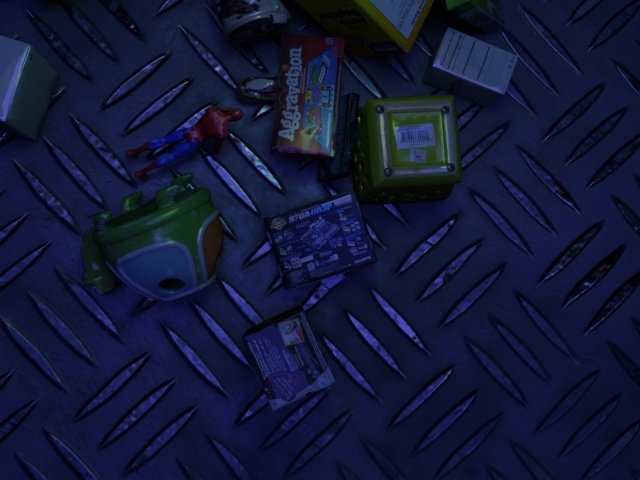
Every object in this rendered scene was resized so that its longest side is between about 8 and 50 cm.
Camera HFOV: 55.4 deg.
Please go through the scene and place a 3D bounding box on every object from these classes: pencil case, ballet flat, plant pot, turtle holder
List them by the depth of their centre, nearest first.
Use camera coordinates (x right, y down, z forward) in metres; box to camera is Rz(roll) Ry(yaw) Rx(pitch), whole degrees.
[{"bbox_3d":[-0.357,0.017,1.285,0.320,0.243,0.227,-26,105,-15],"label":"turtle holder"},{"bbox_3d":[0.192,-0.207,1.361,0.228,0.207,0.227,-4,87,-4],"label":"plant pot"},{"bbox_3d":[-0.180,-0.647,1.373,0.160,0.184,0.410,-11,86,-36],"label":"pencil case"},{"bbox_3d":[-0.095,-0.353,1.416,0.206,0.067,0.073,-9,85,-6],"label":"ballet flat"}]

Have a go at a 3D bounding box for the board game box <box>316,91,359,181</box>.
[{"bbox_3d":[0.039,-0.232,1.390,0.026,0.126,0.186,9,84,-26],"label":"board game box"}]

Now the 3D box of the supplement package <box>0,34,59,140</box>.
[{"bbox_3d":[-0.755,-0.351,1.307,0.293,0.177,0.175,16,84,-3],"label":"supplement package"}]

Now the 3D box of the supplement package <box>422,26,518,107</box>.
[{"bbox_3d":[0.349,-0.405,1.438,0.179,0.105,0.105,21,84,-2],"label":"supplement package"}]

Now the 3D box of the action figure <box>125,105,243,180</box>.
[{"bbox_3d":[-0.286,-0.230,1.390,0.281,0.139,0.091,-23,91,16],"label":"action figure"}]

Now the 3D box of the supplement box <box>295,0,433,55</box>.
[{"bbox_3d":[0.062,-0.579,1.300,0.357,0.195,0.194,31,83,-38],"label":"supplement box"}]

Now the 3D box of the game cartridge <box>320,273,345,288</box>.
[{"bbox_3d":[0.013,0.068,1.420,0.056,0.017,0.083,-35,89,-10],"label":"game cartridge"}]

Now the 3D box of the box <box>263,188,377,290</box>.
[{"bbox_3d":[0.000,0.000,1.384,0.220,0.051,0.175,-19,86,5],"label":"box"}]

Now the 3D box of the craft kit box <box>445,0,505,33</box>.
[{"bbox_3d":[0.335,-0.625,1.397,0.061,0.247,0.249,-14,87,38],"label":"craft kit box"}]

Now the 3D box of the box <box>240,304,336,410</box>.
[{"bbox_3d":[-0.070,0.240,1.284,0.142,0.247,0.163,-24,88,-4],"label":"box"}]

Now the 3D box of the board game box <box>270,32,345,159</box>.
[{"bbox_3d":[-0.028,-0.324,1.364,0.145,0.027,0.281,4,81,1],"label":"board game box"}]
